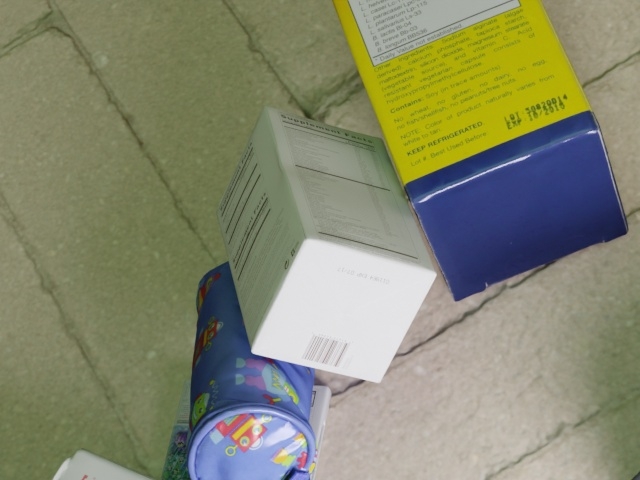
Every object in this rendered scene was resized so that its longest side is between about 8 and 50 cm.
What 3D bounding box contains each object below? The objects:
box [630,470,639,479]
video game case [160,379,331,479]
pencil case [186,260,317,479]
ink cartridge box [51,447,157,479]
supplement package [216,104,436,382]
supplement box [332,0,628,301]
[{"bbox_3d":[0.404,0.206,1.694,0.270,0.165,0.143,-43,55,-10],"label":"box"},{"bbox_3d":[-0.076,0.207,1.950,0.157,0.019,0.143,1,59,19],"label":"video game case"},{"bbox_3d":[-0.060,0.131,1.875,0.119,0.133,0.306,-54,17,24],"label":"pencil case"},{"bbox_3d":[-0.142,0.357,1.806,0.307,0.129,0.223,19,67,28],"label":"ink cartridge box"},{"bbox_3d":[0.000,0.000,1.876,0.139,0.134,0.244,15,29,-21],"label":"supplement package"},{"bbox_3d":[0.151,-0.155,1.998,0.194,0.195,0.356,-21,55,4],"label":"supplement box"}]
